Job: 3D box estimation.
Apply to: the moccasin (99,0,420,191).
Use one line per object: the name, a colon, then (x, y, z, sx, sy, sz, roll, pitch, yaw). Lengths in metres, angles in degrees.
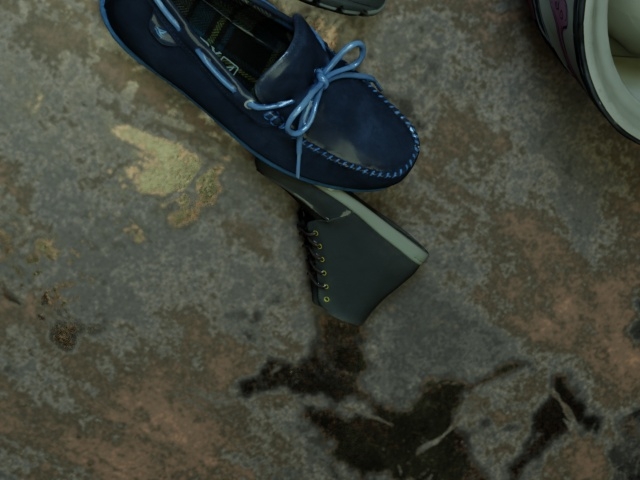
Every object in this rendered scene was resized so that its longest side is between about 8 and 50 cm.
moccasin: (-0.050, -0.153, 1.148, 0.342, 0.117, 0.137, 27, 65, -14)

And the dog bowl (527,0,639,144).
dog bowl: (0.371, -0.297, 1.173, 0.408, 0.150, 0.408, -15, 126, -22)

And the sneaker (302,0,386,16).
sneaker: (-0.046, -0.294, 1.153, 0.267, 0.101, 0.106, 21, 98, -20)

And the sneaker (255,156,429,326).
sneaker: (0.000, 0.000, 1.267, 0.222, 0.083, 0.118, 36, 97, -22)
